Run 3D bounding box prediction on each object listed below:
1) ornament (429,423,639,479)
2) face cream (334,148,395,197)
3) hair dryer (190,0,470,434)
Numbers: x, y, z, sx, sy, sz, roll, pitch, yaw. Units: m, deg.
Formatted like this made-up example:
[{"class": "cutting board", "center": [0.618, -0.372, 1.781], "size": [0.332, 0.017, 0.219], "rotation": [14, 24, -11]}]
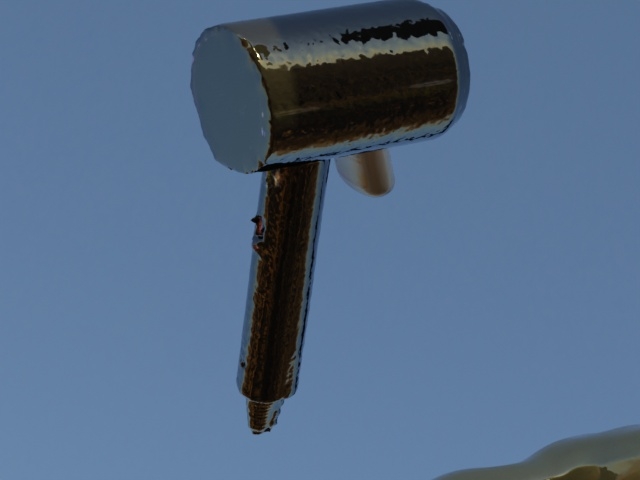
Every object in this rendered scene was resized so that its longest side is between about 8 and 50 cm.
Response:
[{"class": "ornament", "center": [0.197, 0.159, 1.080], "size": [0.245, 0.061, 0.230], "rotation": [-3, -9, -37]}, {"class": "face cream", "center": [0.017, -0.061, 0.801], "size": [0.021, 0.040, 0.083], "rotation": [-34, -45, -22]}, {"class": "hair dryer", "center": [-0.001, 0.001, 0.776], "size": [0.114, 0.070, 0.248], "rotation": [-13, -51, -26]}]
